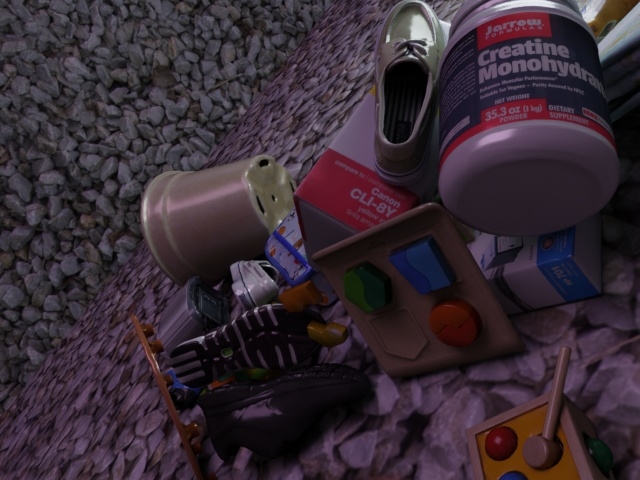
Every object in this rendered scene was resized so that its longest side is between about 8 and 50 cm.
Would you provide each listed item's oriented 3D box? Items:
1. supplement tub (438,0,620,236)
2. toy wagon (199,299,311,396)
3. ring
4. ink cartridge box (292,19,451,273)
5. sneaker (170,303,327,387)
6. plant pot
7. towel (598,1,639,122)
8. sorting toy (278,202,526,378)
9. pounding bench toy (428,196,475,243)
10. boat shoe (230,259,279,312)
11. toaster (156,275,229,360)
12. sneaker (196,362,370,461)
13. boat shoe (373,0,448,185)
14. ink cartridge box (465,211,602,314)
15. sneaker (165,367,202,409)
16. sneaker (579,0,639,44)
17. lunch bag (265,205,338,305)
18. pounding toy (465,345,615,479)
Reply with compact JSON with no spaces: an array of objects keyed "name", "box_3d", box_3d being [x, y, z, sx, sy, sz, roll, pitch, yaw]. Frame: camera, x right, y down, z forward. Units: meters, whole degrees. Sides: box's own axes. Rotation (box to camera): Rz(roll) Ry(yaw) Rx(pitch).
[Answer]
[{"name":"supplement tub","box_3d":[0.240,-0.159,0.700,0.191,0.191,0.272,-24,48,41]},{"name":"toy wagon","box_3d":[-0.132,0.224,1.133,0.267,0.068,0.344,-49,25,-5]},{"name":"ring","box_3d":[-0.244,0.274,0.976,0.032,0.336,0.336,-22,17,-19]},{"name":"ink cartridge box","box_3d":[0.136,-0.121,0.947,0.384,0.160,0.279,-56,-17,-17]},{"name":"sneaker","box_3d":[-0.107,0.159,0.995,0.281,0.106,0.162,-16,4,17]},{"name":"plant pot","box_3d":[-0.225,-0.066,1.481,0.305,0.334,0.334,-17,36,29]},{"name":"towel","box_3d":[0.478,-0.294,0.765,0.320,0.090,0.374,-44,-1,-4]},{"name":"sorting toy","box_3d":[0.084,0.097,0.778,0.307,0.229,0.041,-25,14,40]},{"name":"pounding bench toy","box_3d":[0.176,-0.040,0.814,0.052,0.083,0.065,-26,32,43]},{"name":"boat shoe","box_3d":[-0.129,0.080,1.186,0.088,0.096,0.267,-30,6,-3]},{"name":"toaster","box_3d":[-0.303,0.201,1.383,0.146,0.129,0.227,-46,26,12]},{"name":"sneaker","box_3d":[-0.052,0.269,0.907,0.286,0.130,0.109,-17,-10,20]},{"name":"boat shoe","box_3d":[0.125,-0.222,0.789,0.109,0.094,0.302,3,67,5]},{"name":"ink cartridge box","box_3d":[0.266,0.020,0.778,0.191,0.082,0.139,-22,34,41]},{"name":"sneaker","box_3d":[-0.321,0.333,1.290,0.152,0.058,0.084,-6,38,47]},{"name":"sneaker","box_3d":[0.482,-0.389,1.008,0.296,0.112,0.131,-44,19,0]},{"name":"lunch bag","box_3d":[0.000,0.000,1.208,0.243,0.115,0.303,-50,23,0]},{"name":"pounding toy","box_3d":[0.216,0.203,0.557,0.141,0.100,0.130,-36,27,25]}]
